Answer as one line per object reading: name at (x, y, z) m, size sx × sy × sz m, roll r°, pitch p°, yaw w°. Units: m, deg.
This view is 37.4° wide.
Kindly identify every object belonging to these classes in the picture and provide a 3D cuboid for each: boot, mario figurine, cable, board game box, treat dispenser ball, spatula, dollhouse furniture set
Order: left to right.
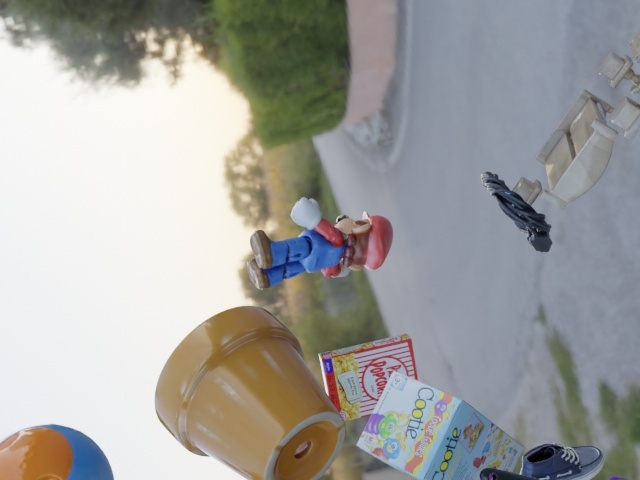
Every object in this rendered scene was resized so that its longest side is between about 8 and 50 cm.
treat dispenser ball at (-0.577, 0.529, 1.979) m, size 0.288 × 0.288 × 0.288 m, roll 165°, pitch 90°, yaw -90°
mario figurine at (0.000, 0.000, 1.982) m, size 0.198 × 0.321 × 0.170 m, roll 155°, pitch 104°, yaw -68°
board game box at (0.105, 0.287, 1.970) m, size 0.045 × 0.193 × 0.146 m, roll -129°, pitch 27°, yaw -74°
board game box at (0.208, 0.348, 1.598) m, size 0.142 × 0.144 × 0.275 m, roll 19°, pitch 165°, yaw 40°
cable at (0.320, -0.058, 1.546) m, size 0.150 × 0.047 × 0.184 m, roll 57°, pitch -169°, yaw 32°
boot at (0.467, 0.420, 1.804) m, size 0.069 × 0.190 × 0.086 m, roll 48°, pitch 149°, yaw 48°
spatula at (0.402, 0.409, 1.525) m, size 0.030 × 0.296 × 0.084 m, roll 99°, pitch -178°, yaw -67°
dollhouse furniture set at (0.448, -0.114, 1.381) m, size 0.355 × 0.174 × 0.303 m, roll -59°, pitch 3°, yaw 26°

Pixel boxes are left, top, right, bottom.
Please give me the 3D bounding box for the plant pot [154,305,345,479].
plant pot at (-0.075, 0.217, 1.200) m, size 0.188 × 0.205 × 0.205 m, roll 37°, pitch 154°, yaw 38°
